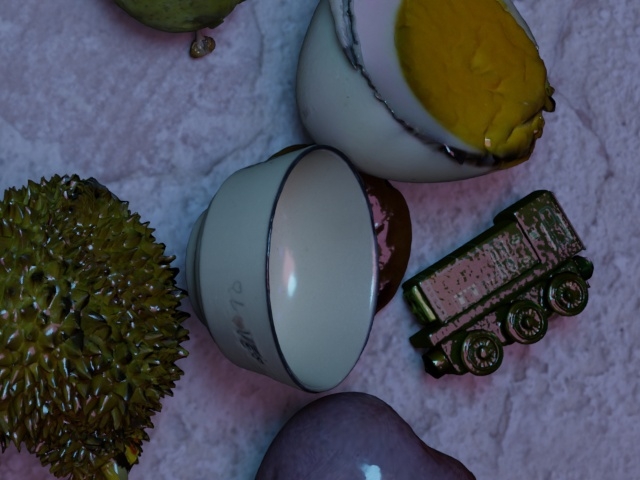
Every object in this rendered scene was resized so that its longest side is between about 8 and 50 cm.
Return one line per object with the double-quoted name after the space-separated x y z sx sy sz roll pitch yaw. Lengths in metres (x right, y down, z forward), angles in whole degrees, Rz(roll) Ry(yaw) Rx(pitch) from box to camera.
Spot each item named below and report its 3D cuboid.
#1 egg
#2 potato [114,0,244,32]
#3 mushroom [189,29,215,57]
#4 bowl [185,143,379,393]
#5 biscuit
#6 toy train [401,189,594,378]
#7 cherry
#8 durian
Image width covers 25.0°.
0.093 -0.169 1.494 0.286 0.174 0.264 -17 78 -40 "egg"
-0.153 -0.327 1.408 0.169 0.143 0.248 -8 93 -30 "potato"
-0.079 -0.320 1.502 0.028 0.026 0.286 26 80 -35 "mushroom"
-0.047 0.027 1.397 0.238 0.126 0.237 0 90 -65 "bowl"
0.000 0.000 1.525 0.212 0.036 0.212 0 91 -19 "biscuit"
0.189 0.053 1.572 0.225 0.090 0.137 -31 94 -17 "toy train"
0.036 0.284 1.452 0.239 0.206 0.239 -2 93 -30 "cherry"
-0.239 0.085 1.336 0.258 0.258 0.293 -41 122 -15 "durian"
